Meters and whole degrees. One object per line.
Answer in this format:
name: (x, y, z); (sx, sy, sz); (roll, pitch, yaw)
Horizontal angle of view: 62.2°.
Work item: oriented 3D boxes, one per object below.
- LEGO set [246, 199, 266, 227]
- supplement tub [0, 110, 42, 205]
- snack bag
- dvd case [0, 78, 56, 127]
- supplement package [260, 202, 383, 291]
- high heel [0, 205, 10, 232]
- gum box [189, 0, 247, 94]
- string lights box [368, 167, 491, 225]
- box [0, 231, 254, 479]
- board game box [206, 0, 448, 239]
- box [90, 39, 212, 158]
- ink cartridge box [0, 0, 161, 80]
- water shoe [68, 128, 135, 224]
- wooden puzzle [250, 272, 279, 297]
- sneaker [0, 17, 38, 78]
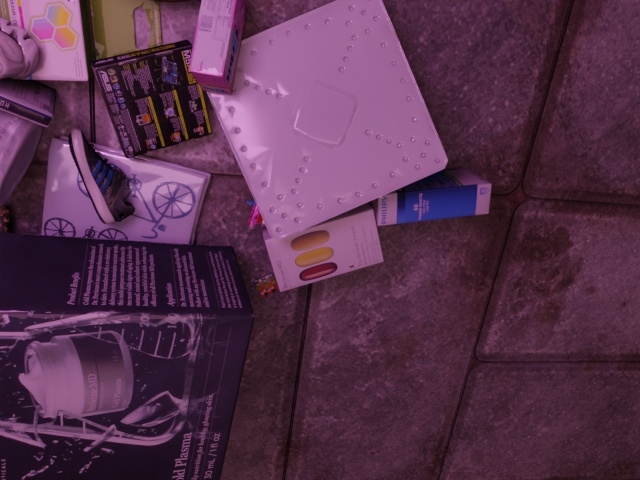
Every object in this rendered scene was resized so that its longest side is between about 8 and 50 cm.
LEGO set: (-0.086, -0.131, 1.159); (0.093, 0.087, 0.227); (19, 93, -25)
supplement tub: (-0.699, -0.213, 0.932); (0.338, 0.207, 0.207); (25, 106, -20)
snack bag: (-0.435, -0.027, 1.162); (0.323, 0.037, 0.342); (12, 109, -16)
dvd case: (-0.587, -0.281, 0.914); (0.239, 0.179, 0.029); (22, 108, -33)
supplement package: (0.000, 0.000, 1.209); (0.244, 0.134, 0.139); (-17, 115, -4)
high heel: (-0.660, 0.065, 1.148); (0.186, 0.093, 0.261); (21, 95, -42)
gum box: (-0.186, -0.382, 0.983); (0.062, 0.107, 0.188); (10, 88, 0)
string lights box: (0.238, -0.104, 1.214); (0.260, 0.133, 0.076); (-7, 115, -8)
box: (-0.426, 0.263, 1.098); (0.472, 0.297, 0.479); (4, 116, -20)
board game box: (0.006, -0.251, 1.076); (0.390, 0.050, 0.390); (-24, 93, -1)
box: (-0.318, -0.272, 1.029); (0.184, 0.045, 0.190); (-23, 134, -18)
ink cartridge box: (-0.429, -0.392, 0.972); (0.255, 0.097, 0.188); (-1, 113, -10)
water shoe: (-0.439, -0.134, 1.069); (0.080, 0.073, 0.203); (-25, 121, -24)
wooden puzzle: (-0.132, 0.109, 1.300); (0.083, 0.006, 0.049); (-25, 116, -1)
sneaker: (-0.613, -0.347, 0.837); (0.292, 0.118, 0.110); (24, 118, -15)
